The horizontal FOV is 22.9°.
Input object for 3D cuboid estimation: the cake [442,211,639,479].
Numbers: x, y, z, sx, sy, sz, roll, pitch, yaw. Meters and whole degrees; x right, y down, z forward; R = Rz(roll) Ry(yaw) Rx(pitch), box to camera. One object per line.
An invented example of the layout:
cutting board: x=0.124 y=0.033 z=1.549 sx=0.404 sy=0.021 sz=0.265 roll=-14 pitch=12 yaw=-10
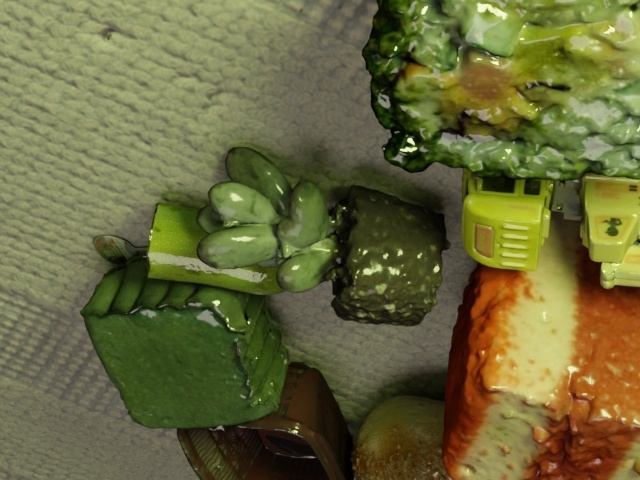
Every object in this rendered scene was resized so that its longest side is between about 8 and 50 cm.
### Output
cake: x=0.303 y=0.153 z=1.744 sx=0.320 sy=0.270 sz=0.269 roll=14 pitch=144 yaw=1

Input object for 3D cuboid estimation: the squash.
squash: x=-0.107 y=0.013 z=1.837 sx=0.188 sy=0.095 sz=0.095 roll=9 pitch=144 yaw=-1

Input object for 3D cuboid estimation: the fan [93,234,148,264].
fan: x=-0.242 y=0.015 z=1.950 sx=0.080 sy=0.003 sz=0.060 roll=13 pitch=145 yaw=0

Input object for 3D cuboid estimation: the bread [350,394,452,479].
bread: x=0.176 y=0.326 z=2.068 sx=0.306 sy=0.158 sz=0.305 roll=24 pitch=149 yaw=15

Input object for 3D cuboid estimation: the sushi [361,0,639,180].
sushi: x=0.212 y=-0.198 z=1.373 sx=0.352 sy=0.178 sz=0.294 roll=0 pitch=141 yaw=15

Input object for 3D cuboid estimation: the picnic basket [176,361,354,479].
picnic basket: x=-0.058 y=0.276 z=2.141 sx=0.223 sy=0.129 sz=0.296 roll=0 pitch=142 yaw=19

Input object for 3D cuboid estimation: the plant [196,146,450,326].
plant: x=0.001 y=0.002 z=1.733 sx=0.275 sy=0.146 sz=0.149 roll=18 pitch=147 yaw=-7

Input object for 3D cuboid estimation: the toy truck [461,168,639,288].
toy truck: x=0.274 y=-0.028 z=1.599 sx=0.272 sy=0.157 sz=0.124 roll=6 pitch=144 yaw=8

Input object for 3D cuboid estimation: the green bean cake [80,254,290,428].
green bean cake: x=-0.162 y=0.123 z=1.960 sx=0.223 sy=0.125 sz=0.227 roll=-4 pitch=134 yaw=22
